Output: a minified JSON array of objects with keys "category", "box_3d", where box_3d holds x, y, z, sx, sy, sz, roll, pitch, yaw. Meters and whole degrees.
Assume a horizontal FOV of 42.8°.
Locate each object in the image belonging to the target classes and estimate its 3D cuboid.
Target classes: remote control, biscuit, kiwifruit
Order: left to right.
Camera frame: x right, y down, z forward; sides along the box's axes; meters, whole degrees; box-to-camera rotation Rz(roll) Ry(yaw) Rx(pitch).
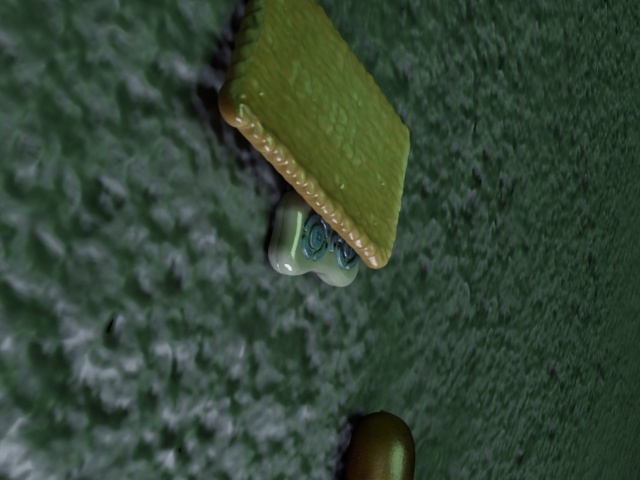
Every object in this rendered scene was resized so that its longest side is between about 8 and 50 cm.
[{"category":"remote control","box_3d":[0.000,0.000,0.723,0.122,0.032,0.074,16,82,-58]},{"category":"biscuit","box_3d":[0.006,-0.096,0.684,0.250,0.030,0.160,43,50,-46]},{"category":"kiwifruit","box_3d":[0.059,0.234,0.825,0.075,0.075,0.124,14,80,-57]}]
